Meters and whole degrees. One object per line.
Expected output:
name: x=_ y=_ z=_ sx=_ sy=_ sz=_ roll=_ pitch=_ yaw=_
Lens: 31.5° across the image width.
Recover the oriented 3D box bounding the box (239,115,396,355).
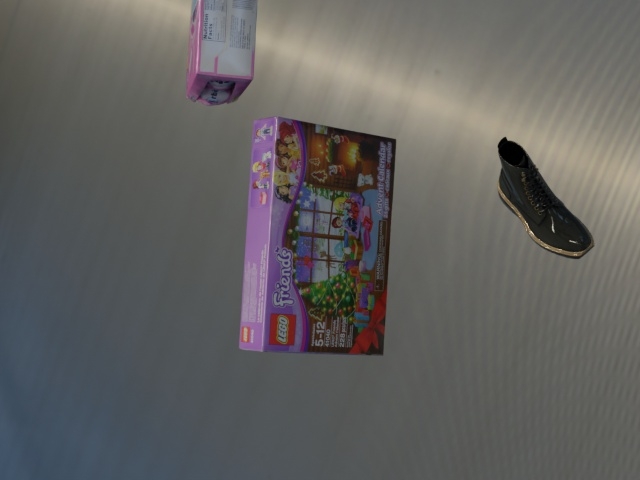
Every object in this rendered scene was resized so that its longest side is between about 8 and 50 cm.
box: x=0.000 y=0.000 z=1.465 sx=0.057 sy=0.201 sz=0.293 roll=-1 pitch=84 yaw=52

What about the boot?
boot: x=0.347 y=-0.066 z=1.796 sx=0.077 sy=0.137 sz=0.198 roll=-42 pitch=59 yaw=-12

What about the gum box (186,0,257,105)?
gum box: x=-0.107 y=-0.245 z=1.233 sx=0.107 sy=0.062 sz=0.188 roll=153 pitch=121 yaw=-76
